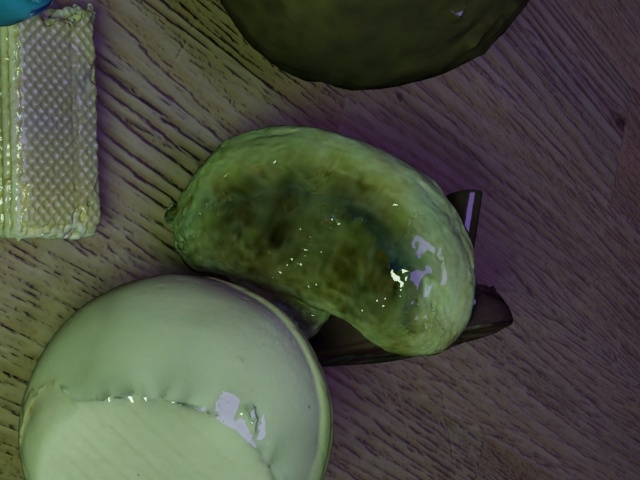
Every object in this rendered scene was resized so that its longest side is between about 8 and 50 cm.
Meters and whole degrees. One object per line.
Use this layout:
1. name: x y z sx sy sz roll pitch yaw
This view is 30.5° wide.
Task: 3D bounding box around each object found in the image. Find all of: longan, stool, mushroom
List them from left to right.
1. mushroom: 0.001 0.000 1.235 0.247 0.344 0.130 -57 164 -9
2. longan: 0.065 -0.352 1.305 0.391 0.391 0.391 3 86 -49
3. stool: 0.082 0.048 1.414 0.272 0.272 0.178 2 74 -49

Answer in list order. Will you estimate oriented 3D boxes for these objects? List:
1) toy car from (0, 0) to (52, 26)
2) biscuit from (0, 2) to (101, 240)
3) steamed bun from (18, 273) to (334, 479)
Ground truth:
1. toy car: -0.337 -0.321 0.994 0.314 0.166 0.198 37 58 -35
2. biscuit: -0.270 -0.119 1.147 0.108 0.062 0.239 -1 90 -51
3. steamed bun: -0.132 0.160 1.142 0.309 0.309 0.309 3 86 -49
